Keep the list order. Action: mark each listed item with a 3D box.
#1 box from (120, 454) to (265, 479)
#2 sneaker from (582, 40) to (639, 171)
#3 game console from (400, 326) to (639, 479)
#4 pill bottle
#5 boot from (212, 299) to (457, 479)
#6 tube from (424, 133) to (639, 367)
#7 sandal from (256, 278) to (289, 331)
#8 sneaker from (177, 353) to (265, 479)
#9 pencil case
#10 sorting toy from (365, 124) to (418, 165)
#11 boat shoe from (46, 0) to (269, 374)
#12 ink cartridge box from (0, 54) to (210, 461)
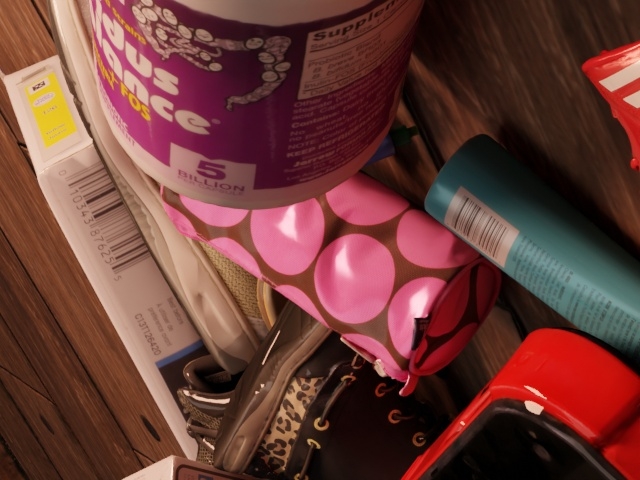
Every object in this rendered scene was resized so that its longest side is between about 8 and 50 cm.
[{"bbox_3d":[-0.039,0.252,1.402,0.290,0.087,0.169,20,146,-35],"label":"box"},{"bbox_3d":[0.169,-0.019,0.816,0.128,0.087,0.221,57,156,28],"label":"sneaker"},{"bbox_3d":[0.194,0.224,1.071,0.342,0.060,0.386,44,159,7],"label":"game console"},{"bbox_3d":[-0.028,-0.147,0.891,0.169,0.169,0.301,48,161,16],"label":"pill bottle"},{"bbox_3d":[0.050,0.101,1.264,0.179,0.085,0.236,26,126,-11],"label":"boot"},{"bbox_3d":[0.146,0.026,0.973,0.207,0.052,0.080,41,167,18],"label":"tube"},{"bbox_3d":[0.017,0.074,1.332,0.049,0.072,0.180,4,131,46],"label":"sandal"},{"bbox_3d":[-0.068,0.155,1.457,0.130,0.087,0.227,56,143,5],"label":"sneaker"},{"bbox_3d":[0.000,0.000,1.130,0.209,0.098,0.095,34,-169,24],"label":"pencil case"},{"bbox_3d":[0.028,-0.076,1.093,0.102,0.042,0.061,119,130,-82],"label":"sorting toy"},{"bbox_3d":[-0.099,-0.061,1.345,0.320,0.103,0.118,63,173,-11],"label":"boat shoe"},{"bbox_3d":[-0.168,0.000,1.594,0.303,0.072,0.307,64,179,-28],"label":"ink cartridge box"}]
